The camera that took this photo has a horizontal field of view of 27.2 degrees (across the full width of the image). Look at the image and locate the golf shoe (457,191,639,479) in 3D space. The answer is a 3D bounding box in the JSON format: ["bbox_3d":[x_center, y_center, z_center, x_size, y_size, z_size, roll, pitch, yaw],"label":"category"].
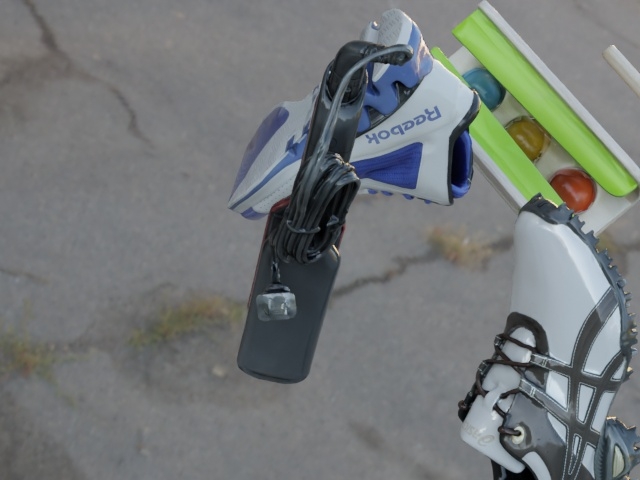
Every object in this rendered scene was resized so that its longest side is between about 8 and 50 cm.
[{"bbox_3d":[0.119,0.076,0.719,0.094,0.198,0.077,-17,18,-21],"label":"golf shoe"}]

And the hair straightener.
[{"bbox_3d":[0.000,0.000,0.623,0.047,0.230,0.089,16,47,-7],"label":"hair straightener"}]

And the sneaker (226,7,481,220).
[{"bbox_3d":[0.051,-0.085,1.351,0.182,0.315,0.127,33,49,-20],"label":"sneaker"}]

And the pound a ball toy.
[{"bbox_3d":[0.272,-0.126,1.473,0.319,0.208,0.136,50,3,14],"label":"pound a ball toy"}]
